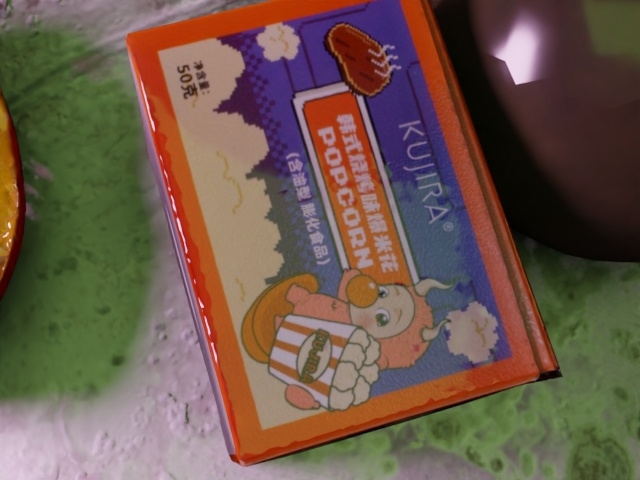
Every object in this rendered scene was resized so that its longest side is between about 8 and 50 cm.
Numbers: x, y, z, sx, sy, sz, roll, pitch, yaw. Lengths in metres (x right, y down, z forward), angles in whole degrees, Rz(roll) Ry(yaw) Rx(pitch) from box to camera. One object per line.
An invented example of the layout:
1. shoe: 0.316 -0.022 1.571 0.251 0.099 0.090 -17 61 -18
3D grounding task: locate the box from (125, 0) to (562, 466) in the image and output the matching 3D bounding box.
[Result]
1. box: 0.000 0.000 0.965 0.257 0.318 0.349 -15 80 -10

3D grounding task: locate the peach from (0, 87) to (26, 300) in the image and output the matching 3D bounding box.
1. peach: -0.430 -0.029 0.973 0.306 0.242 0.380 11 63 -24

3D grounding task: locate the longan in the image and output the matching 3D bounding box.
1. longan: 0.281 -0.163 1.002 0.404 0.336 0.404 19 55 -29
